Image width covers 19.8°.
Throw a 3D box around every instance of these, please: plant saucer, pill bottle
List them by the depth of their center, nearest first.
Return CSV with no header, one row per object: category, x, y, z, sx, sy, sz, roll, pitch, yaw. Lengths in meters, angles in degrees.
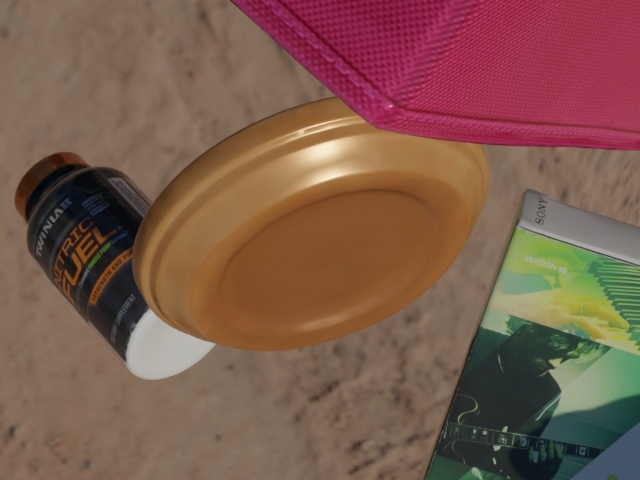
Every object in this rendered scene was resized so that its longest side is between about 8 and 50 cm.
plant saucer,0.000,0.000,0.973,0.200,0.200,0.037,-26,58,4
pill bottle,-0.203,0.015,1.808,0.130,0.130,0.245,-47,58,1

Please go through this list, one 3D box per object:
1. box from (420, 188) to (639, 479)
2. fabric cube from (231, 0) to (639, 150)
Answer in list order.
box,0.197,0.142,1.242,0.232,0.058,0.322,17,120,2
fabric cube,0.062,-0.205,0.527,0.259,0.254,0.258,45,111,19
